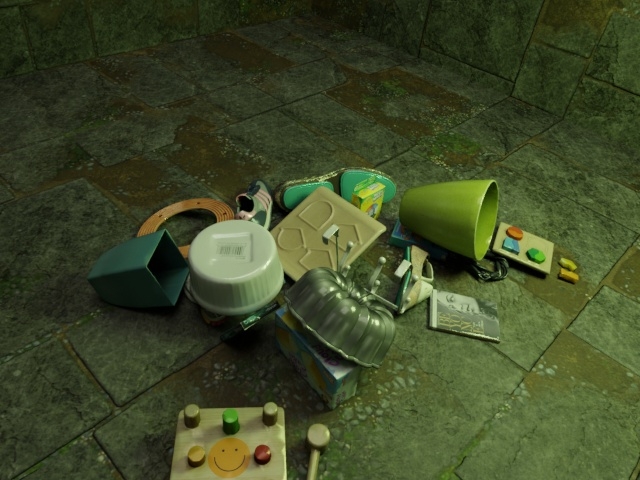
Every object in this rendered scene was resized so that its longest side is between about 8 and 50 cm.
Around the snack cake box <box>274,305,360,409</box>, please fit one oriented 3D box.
[{"bbox_3d":[-0.015,0.305,1.375,0.089,0.152,0.264,-25,50,-31],"label":"snack cake box"}]

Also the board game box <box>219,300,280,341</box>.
[{"bbox_3d":[-0.200,0.227,1.422,0.126,0.186,0.026,-29,86,-35],"label":"board game box"}]

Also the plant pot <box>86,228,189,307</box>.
[{"bbox_3d":[-0.548,0.095,1.507,0.234,0.165,0.165,-9,39,15],"label":"plant pot"}]

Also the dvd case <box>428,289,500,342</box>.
[{"bbox_3d":[0.458,0.238,1.626,0.221,0.018,0.164,11,41,4],"label":"dvd case"}]

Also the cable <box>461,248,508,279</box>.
[{"bbox_3d":[0.585,0.068,1.819,0.151,0.047,0.184,-14,44,-23],"label":"cable"}]

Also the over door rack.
[{"bbox_3d":[0.151,0.074,1.436,0.240,0.324,0.108,27,72,20],"label":"over door rack"}]

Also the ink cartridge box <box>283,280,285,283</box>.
[{"bbox_3d":[-0.220,0.068,1.639,0.134,0.078,0.231,-28,48,-4],"label":"ink cartridge box"}]

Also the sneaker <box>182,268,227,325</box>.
[{"bbox_3d":[-0.349,0.153,1.543,0.088,0.092,0.225,-25,49,-31],"label":"sneaker"}]

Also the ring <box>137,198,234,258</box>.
[{"bbox_3d":[-0.460,-0.038,1.750,0.337,0.032,0.336,-6,38,5],"label":"ring"}]

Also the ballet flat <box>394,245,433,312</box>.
[{"bbox_3d":[0.317,0.130,1.669,0.106,0.107,0.316,20,43,1],"label":"ballet flat"}]

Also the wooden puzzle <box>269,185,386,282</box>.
[{"bbox_3d":[0.000,0.000,1.732,0.348,0.080,0.322,-41,54,-16],"label":"wooden puzzle"}]

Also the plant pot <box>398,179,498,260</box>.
[{"bbox_3d":[0.435,-0.095,1.775,0.294,0.274,0.275,13,39,29],"label":"plant pot"}]

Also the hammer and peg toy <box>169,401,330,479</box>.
[{"bbox_3d":[-0.150,0.499,1.146,0.362,0.127,0.265,2,41,-7],"label":"hammer and peg toy"}]

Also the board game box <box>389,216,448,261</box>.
[{"bbox_3d":[0.376,-0.017,1.884,0.210,0.047,0.160,17,42,11],"label":"board game box"}]

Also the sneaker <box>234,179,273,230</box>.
[{"bbox_3d":[-0.249,-0.148,1.857,0.112,0.131,0.319,-29,38,15],"label":"sneaker"}]

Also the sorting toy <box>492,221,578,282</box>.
[{"bbox_3d":[0.798,0.038,1.871,0.307,0.041,0.229,24,38,12],"label":"sorting toy"}]

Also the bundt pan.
[{"bbox_3d":[0.068,0.186,1.362,0.331,0.124,0.331,34,11,-7],"label":"bundt pan"}]

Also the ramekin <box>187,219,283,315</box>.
[{"bbox_3d":[-0.247,0.066,1.465,0.277,0.135,0.277,1,45,-1],"label":"ramekin"}]

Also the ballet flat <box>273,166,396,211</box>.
[{"bbox_3d":[0.049,-0.211,1.996,0.483,0.164,0.182,-8,23,-15],"label":"ballet flat"}]

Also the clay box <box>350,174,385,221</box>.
[{"bbox_3d":[0.164,-0.119,1.837,0.127,0.222,0.053,-30,53,-35],"label":"clay box"}]
